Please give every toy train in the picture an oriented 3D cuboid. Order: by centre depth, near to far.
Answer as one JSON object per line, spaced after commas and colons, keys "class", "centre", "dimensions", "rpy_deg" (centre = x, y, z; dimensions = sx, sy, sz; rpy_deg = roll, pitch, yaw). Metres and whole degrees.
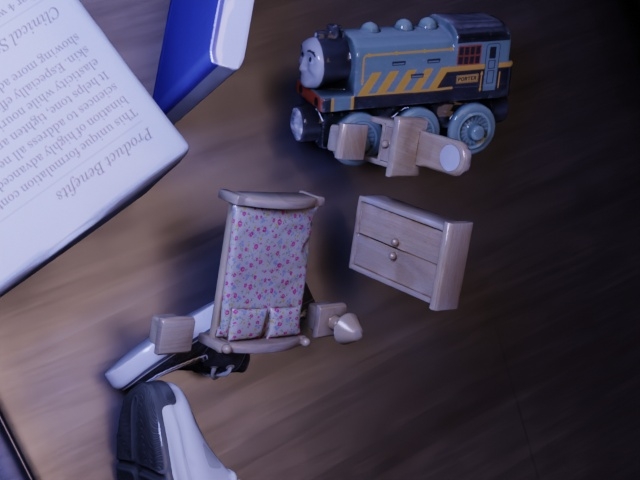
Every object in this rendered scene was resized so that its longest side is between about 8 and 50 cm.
{"class": "toy train", "centre": [0.117, -0.218, 1.524], "dimensions": [0.334, 0.142, 0.190], "rpy_deg": [-7, 116, -20]}

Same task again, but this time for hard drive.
{"class": "hard drive", "centre": [-0.145, -0.276, 1.359], "dimensions": [0.040, 0.318, 0.210], "rpy_deg": [12, 80, -19]}

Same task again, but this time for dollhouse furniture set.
{"class": "dollhouse furniture set", "centre": [0.000, 0.000, 1.320], "dimensions": [0.355, 0.174, 0.303], "rpy_deg": [-3, 107, -40]}

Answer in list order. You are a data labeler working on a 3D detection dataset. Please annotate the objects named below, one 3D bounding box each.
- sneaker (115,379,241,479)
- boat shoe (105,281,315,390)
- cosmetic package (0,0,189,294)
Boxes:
{"class": "sneaker", "centre": [-0.097, 0.368, 1.415], "dimensions": [0.257, 0.169, 0.447], "rpy_deg": [-17, 98, -30]}
{"class": "boat shoe", "centre": [-0.134, 0.135, 1.439], "dimensions": [0.301, 0.108, 0.102], "rpy_deg": [-29, 93, -28]}
{"class": "cosmetic package", "centre": [-0.420, -0.138, 1.236], "dimensions": [0.329, 0.327, 0.394], "rpy_deg": [-39, 97, -20]}
